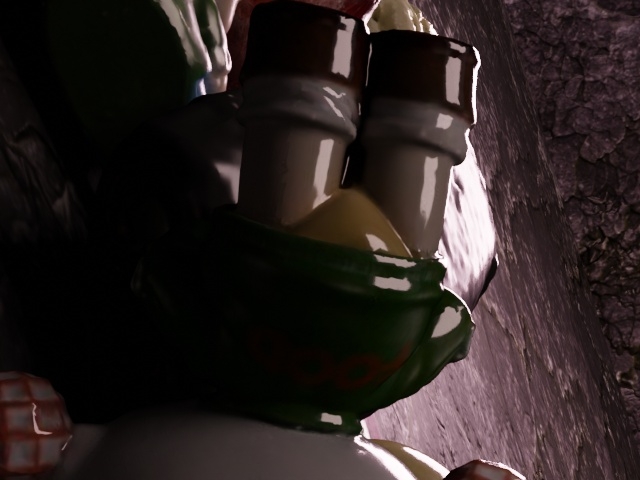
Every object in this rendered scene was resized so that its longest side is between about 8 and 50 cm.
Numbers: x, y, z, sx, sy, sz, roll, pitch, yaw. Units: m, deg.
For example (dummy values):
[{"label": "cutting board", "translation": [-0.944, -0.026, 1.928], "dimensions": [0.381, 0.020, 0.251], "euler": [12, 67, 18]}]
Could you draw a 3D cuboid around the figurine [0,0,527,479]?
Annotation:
[{"label": "figurine", "translation": [-0.017, 0.087, 0.869], "dimensions": [0.167, 0.281, 0.370], "euler": [-169, -88, -72]}]

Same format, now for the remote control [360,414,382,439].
[{"label": "remote control", "translation": [-0.015, 0.102, 1.272], "dimensions": [0.344, 0.050, 0.145], "euler": [55, 16, -64]}]

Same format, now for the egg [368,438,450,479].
[{"label": "egg", "translation": [0.041, 0.212, 1.138], "dimensions": [0.164, 0.164, 0.201], "euler": [-9, 83, -77]}]

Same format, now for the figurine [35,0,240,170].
[{"label": "figurine", "translation": [-0.090, -0.133, 1.203], "dimensions": [0.234, 0.127, 0.185], "euler": [-81, 150, -68]}]

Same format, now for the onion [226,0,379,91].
[{"label": "onion", "translation": [-0.030, -0.164, 1.347], "dimensions": [0.159, 0.195, 0.159], "euler": [47, 35, -48]}]

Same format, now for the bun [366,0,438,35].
[{"label": "bun", "translation": [0.043, -0.124, 1.710], "dimensions": [0.229, 0.145, 0.229], "euler": [60, 14, -25]}]

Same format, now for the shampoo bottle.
[{"label": "shampoo bottle", "translation": [-0.091, 0.088, 1.037], "dimensions": [0.087, 0.049, 0.233], "euler": [48, 25, -50]}]

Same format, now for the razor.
[{"label": "razor", "translation": [0.004, -0.001, 1.097], "dimensions": [0.327, 0.107, 0.189], "euler": [-26, 98, -64]}]
